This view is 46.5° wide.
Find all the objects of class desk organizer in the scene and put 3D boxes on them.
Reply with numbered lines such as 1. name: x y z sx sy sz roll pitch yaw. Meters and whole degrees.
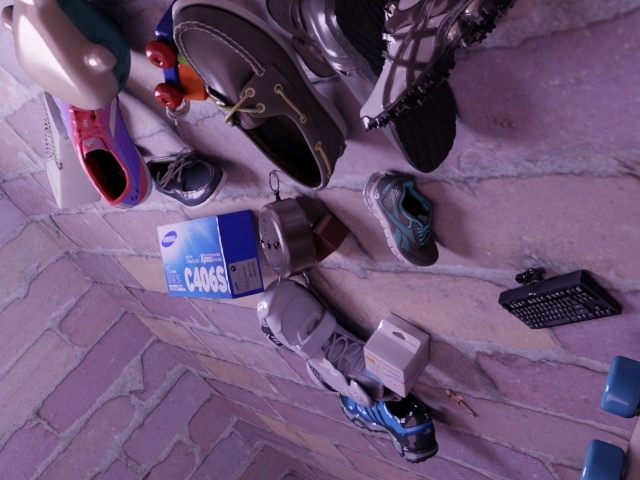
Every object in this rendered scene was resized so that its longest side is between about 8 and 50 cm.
1. desk organizer: 0.000 0.000 1.274 0.050 0.047 0.130 39 157 -5

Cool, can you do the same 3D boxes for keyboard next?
1. keyboard: 0.303 0.078 0.995 0.108 0.023 0.180 42 156 -6

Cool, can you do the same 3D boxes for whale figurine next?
1. whale figurine: -0.381 -0.325 1.124 0.216 0.141 0.272 24 153 19

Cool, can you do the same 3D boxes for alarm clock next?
1. alarm clock: -0.064 -0.022 1.246 0.129 0.064 0.192 -177 76 -68

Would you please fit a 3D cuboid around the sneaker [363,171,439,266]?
1. sneaker: 0.126 -0.024 1.027 0.076 0.065 0.166 2 139 50

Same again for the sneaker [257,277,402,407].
1. sneaker: 0.033 0.213 1.513 0.210 0.137 0.366 14 151 42

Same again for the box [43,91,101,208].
1. box: -0.506 -0.185 1.531 0.113 0.094 0.275 64 152 22

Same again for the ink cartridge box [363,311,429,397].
1. ink cartridge box: 0.142 0.210 1.390 0.092 0.090 0.143 29 155 24

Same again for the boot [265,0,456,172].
1. boot: 0.048 -0.192 0.843 0.246 0.083 0.161 54 165 -31

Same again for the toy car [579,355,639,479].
1. toy car: 0.456 0.284 0.946 0.219 0.210 0.238 15 162 23

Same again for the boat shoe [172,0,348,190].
1. boat shoe: -0.070 -0.171 0.909 0.109 0.091 0.305 -8 148 35

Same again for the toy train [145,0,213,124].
1. toy train: -0.150 -0.216 1.054 0.143 0.105 0.248 22 155 6

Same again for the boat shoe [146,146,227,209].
1. boat shoe: -0.255 -0.121 1.383 0.079 0.095 0.254 40 169 -31

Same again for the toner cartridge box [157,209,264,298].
1. toner cartridge box: -0.239 0.034 1.558 0.348 0.075 0.165 -6 94 59

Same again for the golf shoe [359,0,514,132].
1. golf shoe: 0.090 -0.190 0.713 0.094 0.077 0.198 48 125 6

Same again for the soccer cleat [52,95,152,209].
1. soccer cleat: -0.405 -0.203 1.327 0.116 0.108 0.318 -69 -46 -79

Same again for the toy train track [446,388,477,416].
1. toy train track: 0.282 0.331 1.499 0.083 0.014 0.048 43 157 -11

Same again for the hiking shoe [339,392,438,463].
1. hiking shoe: 0.155 0.375 1.697 0.304 0.113 0.132 22 122 47
